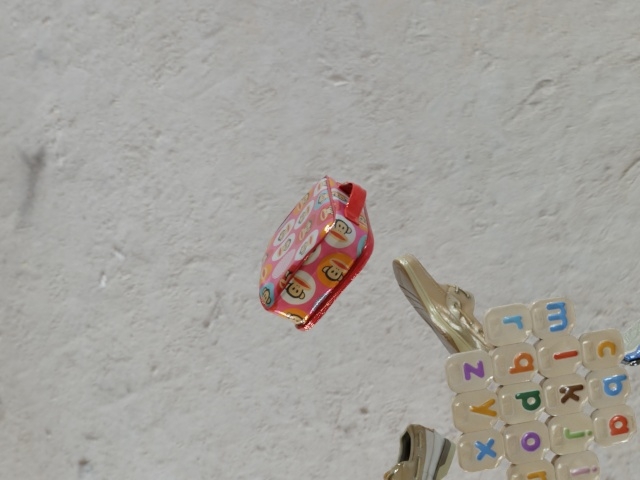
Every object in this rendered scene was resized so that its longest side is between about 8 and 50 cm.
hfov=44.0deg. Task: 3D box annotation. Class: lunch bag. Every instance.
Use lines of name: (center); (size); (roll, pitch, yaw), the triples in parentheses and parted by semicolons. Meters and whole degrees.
lunch bag: (0.000, 0.000, 1.452); (0.120, 0.293, 0.258); (32, 110, -15)

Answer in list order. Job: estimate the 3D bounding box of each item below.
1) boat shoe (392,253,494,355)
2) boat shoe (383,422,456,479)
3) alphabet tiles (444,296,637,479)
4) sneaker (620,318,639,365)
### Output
boat shoe: (0.282, 0.147, 1.760); (0.110, 0.122, 0.341); (-40, 111, -6)
boat shoe: (0.160, 0.467, 1.477); (0.103, 0.302, 0.113); (33, 126, 3)
alphabet tiles: (0.319, 0.229, 1.150); (0.278, 0.021, 0.283); (-8, 88, -11)
sneaker: (0.564, 0.208, 1.480); (0.058, 0.152, 0.084); (40, 140, 41)
